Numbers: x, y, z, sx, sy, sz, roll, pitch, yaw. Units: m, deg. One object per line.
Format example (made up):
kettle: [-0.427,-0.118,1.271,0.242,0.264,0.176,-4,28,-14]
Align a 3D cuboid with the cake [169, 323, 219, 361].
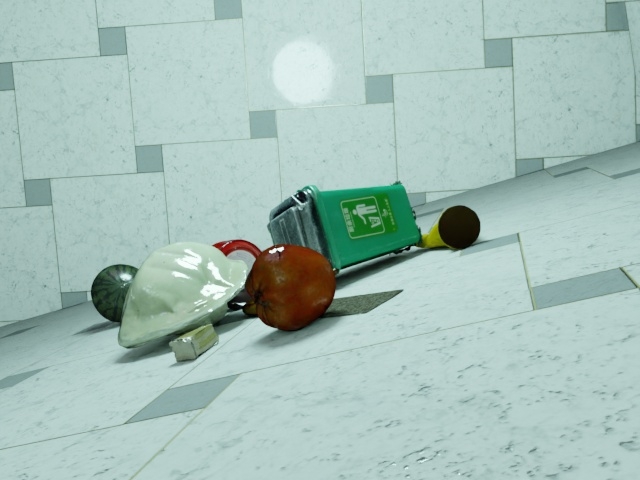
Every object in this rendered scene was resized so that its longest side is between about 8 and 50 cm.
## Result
cake: [-0.266,0.215,1.444,0.065,0.052,0.121,-17,5,23]

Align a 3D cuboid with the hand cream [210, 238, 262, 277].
hand cream: [-0.267,0.091,2.059,0.193,0.193,0.125,-19,4,-29]

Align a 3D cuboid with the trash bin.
trash bin: [0.064,-0.020,1.915,0.380,0.259,0.295,-11,-9,-30]

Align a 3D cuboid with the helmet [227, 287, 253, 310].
helmet: [-0.237,0.156,1.916,0.123,0.071,0.098,-15,5,32]

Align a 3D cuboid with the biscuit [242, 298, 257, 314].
biscuit: [-0.102,0.149,1.740,0.212,0.036,0.212,-15,4,1]

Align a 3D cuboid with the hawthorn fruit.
hawthorn fruit: [-0.048,0.092,1.404,0.202,0.185,0.185,-14,3,-26]

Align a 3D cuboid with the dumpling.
dumpling: [-0.336,0.130,1.702,0.315,0.233,0.395,-10,22,36]

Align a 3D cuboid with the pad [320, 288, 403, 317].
pad: [0.052,0.143,1.479,0.234,0.003,0.158,-13,6,40]

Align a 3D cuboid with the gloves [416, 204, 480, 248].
gloves: [0.349,-0.027,1.923,0.132,0.116,0.294,-10,-2,-7]

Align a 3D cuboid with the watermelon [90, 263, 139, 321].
watermelon: [-0.695,0.184,2.347,0.212,0.212,0.212,-16,5,1]
